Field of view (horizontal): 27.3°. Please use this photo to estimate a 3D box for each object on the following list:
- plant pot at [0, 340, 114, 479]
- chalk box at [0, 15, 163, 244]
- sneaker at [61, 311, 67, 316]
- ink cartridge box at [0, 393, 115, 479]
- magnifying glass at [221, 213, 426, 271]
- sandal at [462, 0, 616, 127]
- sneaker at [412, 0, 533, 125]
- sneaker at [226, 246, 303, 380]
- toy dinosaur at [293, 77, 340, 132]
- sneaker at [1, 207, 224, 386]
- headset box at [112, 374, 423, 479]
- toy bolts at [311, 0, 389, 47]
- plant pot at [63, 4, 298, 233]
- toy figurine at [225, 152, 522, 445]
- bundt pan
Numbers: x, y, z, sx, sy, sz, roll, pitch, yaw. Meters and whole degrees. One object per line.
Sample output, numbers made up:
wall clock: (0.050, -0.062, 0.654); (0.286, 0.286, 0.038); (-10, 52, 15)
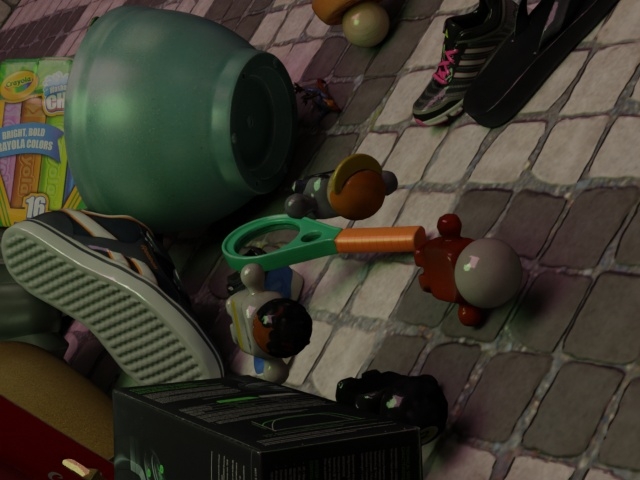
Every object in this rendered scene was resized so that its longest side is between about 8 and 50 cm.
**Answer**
plant pot: (-0.279, 0.248, 1.404); (0.254, 0.237, 0.237); (12, 66, 44)
chalk box: (-0.308, -0.144, 1.734); (0.179, 0.180, 0.289); (3, 84, 25)
sneaker: (-0.416, 0.070, 1.924); (0.319, 0.112, 0.131); (-20, 37, 48)
ink cartridge box: (-0.287, 0.306, 1.207); (0.272, 0.309, 0.130); (-37, 30, 28)
magnifying glass: (0.000, 0.000, 1.360); (0.231, 0.026, 0.092); (0, 31, 31)
sandal: (0.231, -0.228, 1.333); (0.254, 0.054, 0.097); (-53, 27, -2)
sneaker: (0.148, -0.200, 1.406); (0.170, 0.075, 0.063); (-47, 27, 10)
sneaker: (-0.067, 0.072, 1.400); (0.058, 0.084, 0.152); (-31, 34, 36)
toy dinosaur: (0.002, -0.182, 1.659); (0.082, 0.047, 0.090); (15, 55, 40)
sneaker: (-0.210, 0.058, 1.507); (0.127, 0.321, 0.126); (-31, -30, -46)
headset box: (-0.054, 0.243, 0.996); (0.283, 0.131, 0.246); (4, 96, 59)
toy bolts: (0.110, -0.358, 1.657); (0.218, 0.158, 0.228); (-21, -11, -43)
plant pot: (-0.150, -0.146, 1.629); (0.196, 0.293, 0.293); (3, 55, 27)
toy figurine: (0.041, 0.049, 1.118); (0.213, 0.209, 0.148); (-58, 17, -8)
bundt pan: (-0.393, 0.137, 1.657); (0.331, 0.124, 0.330); (172, 90, -70)
